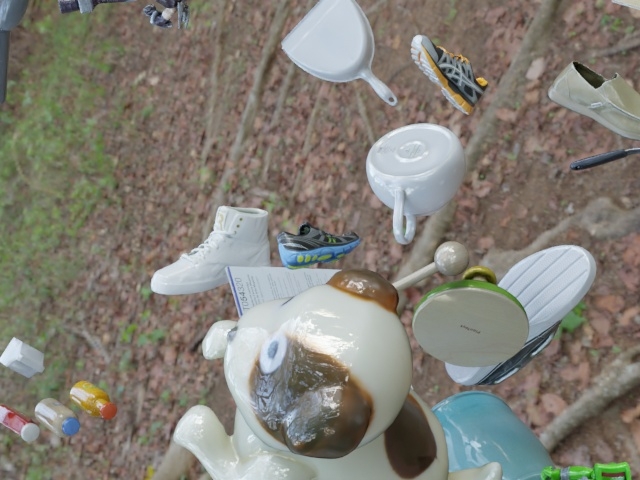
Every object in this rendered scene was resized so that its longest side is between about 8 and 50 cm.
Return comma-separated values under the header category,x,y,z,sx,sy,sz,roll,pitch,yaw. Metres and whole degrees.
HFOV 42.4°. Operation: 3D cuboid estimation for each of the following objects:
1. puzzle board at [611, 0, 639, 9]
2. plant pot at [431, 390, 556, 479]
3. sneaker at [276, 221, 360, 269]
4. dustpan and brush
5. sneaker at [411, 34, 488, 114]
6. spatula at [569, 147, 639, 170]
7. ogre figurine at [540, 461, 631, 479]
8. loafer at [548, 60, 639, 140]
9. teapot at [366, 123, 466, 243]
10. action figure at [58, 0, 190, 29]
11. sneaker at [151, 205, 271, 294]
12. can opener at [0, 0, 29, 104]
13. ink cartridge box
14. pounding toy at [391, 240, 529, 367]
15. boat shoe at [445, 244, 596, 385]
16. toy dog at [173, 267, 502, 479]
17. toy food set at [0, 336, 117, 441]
category,x,y,z,sx,sy,sz,roll,pitch,yaw
puzzle board,0.684,-0.507,1.710,0.096,0.011,0.128,-34,36,-7
plant pot,0.340,0.468,1.598,0.255,0.271,0.272,34,106,63
sneaker,0.000,0.000,1.441,0.067,0.188,0.078,-38,69,41
dustpan and brush,0.055,-0.311,1.425,0.147,0.211,0.060,-45,-5,10
sneaker,0.266,-0.356,1.708,0.083,0.215,0.084,-45,36,7
spatula,0.705,-0.193,1.842,0.296,0.084,0.030,-9,53,32
ogre figurine,0.376,0.359,1.138,0.197,0.118,0.097,32,-137,-76
loafer,0.322,-0.153,0.905,0.148,0.056,0.050,27,128,23
teapot,0.235,-0.142,1.975,0.252,0.256,0.187,54,167,50
action figure,-0.350,-0.488,1.554,0.099,0.284,0.185,-86,-2,-60
sneaker,-0.233,0.009,1.757,0.108,0.292,0.169,22,118,44
can opener,-0.470,-0.287,1.165,0.093,0.074,0.280,57,142,20
ink cartridge box,-0.005,0.199,1.525,0.071,0.330,0.324,-52,46,43
pounding toy,0.225,0.090,1.327,0.183,0.237,0.110,-32,28,33
boat shoe,0.357,0.133,1.434,0.335,0.119,0.121,-47,46,30
toy dog,0.012,0.224,1.002,0.285,0.395,0.408,-60,-27,-33
toy food set,-0.410,0.214,1.162,0.104,0.232,0.111,10,65,50
